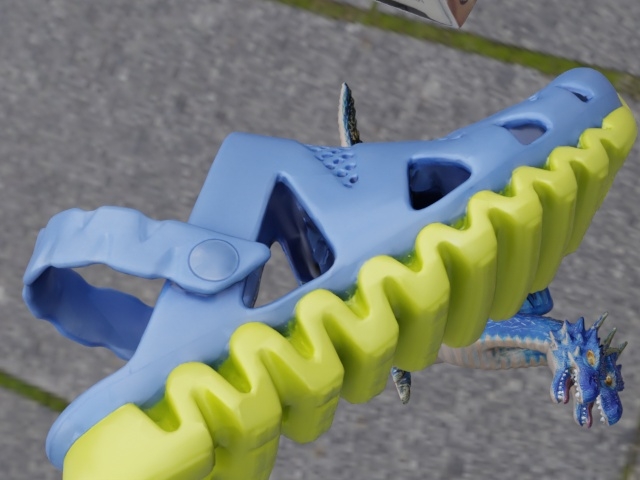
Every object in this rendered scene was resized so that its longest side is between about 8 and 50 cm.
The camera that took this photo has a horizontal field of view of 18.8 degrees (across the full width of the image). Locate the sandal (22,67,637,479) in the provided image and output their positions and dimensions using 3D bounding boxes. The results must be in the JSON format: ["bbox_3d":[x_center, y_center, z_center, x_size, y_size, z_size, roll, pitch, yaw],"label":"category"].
[{"bbox_3d":[0.000,0.000,0.830,0.317,0.126,0.138,-30,67,-24],"label":"sandal"}]

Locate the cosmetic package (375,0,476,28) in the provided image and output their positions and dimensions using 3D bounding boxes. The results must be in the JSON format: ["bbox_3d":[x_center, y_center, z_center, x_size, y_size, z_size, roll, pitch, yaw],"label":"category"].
[{"bbox_3d":[0.079,-0.301,1.204,0.153,0.129,0.296,25,78,29],"label":"cosmetic package"}]

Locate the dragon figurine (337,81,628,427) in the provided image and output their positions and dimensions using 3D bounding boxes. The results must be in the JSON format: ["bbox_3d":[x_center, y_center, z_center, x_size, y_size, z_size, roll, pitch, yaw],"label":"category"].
[{"bbox_3d":[0.098,0.012,1.216,0.144,0.085,0.289,-17,48,2],"label":"dragon figurine"}]
